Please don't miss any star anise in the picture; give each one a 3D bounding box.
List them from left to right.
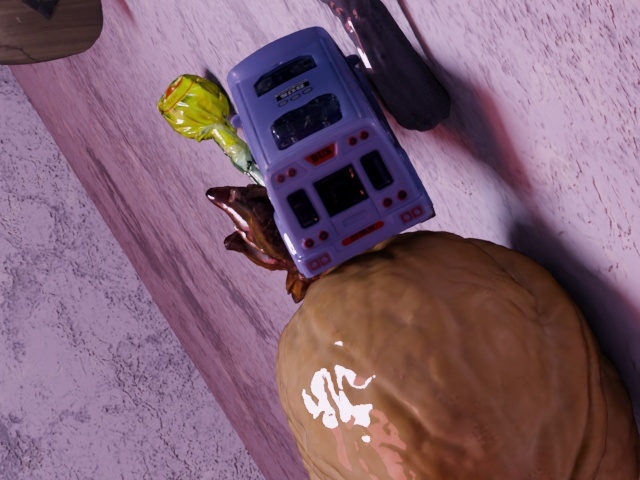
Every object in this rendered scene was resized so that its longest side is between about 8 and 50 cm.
[{"bbox_3d":[0.000,0.000,2.106,0.272,0.102,0.272,27,161,10],"label":"star anise"}]

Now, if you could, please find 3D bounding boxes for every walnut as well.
[{"bbox_3d":[0.111,0.136,1.592,0.313,0.252,0.277,41,157,53],"label":"walnut"}]

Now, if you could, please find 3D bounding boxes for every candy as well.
[{"bbox_3d":[-0.088,-0.093,2.297,0.262,0.073,0.077,47,-177,17],"label":"candy"}]

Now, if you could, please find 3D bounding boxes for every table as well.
[{"bbox_3d":[-0.362,-0.381,2.332,0.317,0.317,0.249,61,154,-10],"label":"table"}]

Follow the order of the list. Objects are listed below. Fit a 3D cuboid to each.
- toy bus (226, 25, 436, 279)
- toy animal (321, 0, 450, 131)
[{"bbox_3d":[-0.003,-0.087,1.653,0.133,0.125,0.292,62,-177,-26],"label":"toy bus"},{"bbox_3d":[-0.026,-0.260,1.580,0.367,0.081,0.206,61,170,-28],"label":"toy animal"}]
